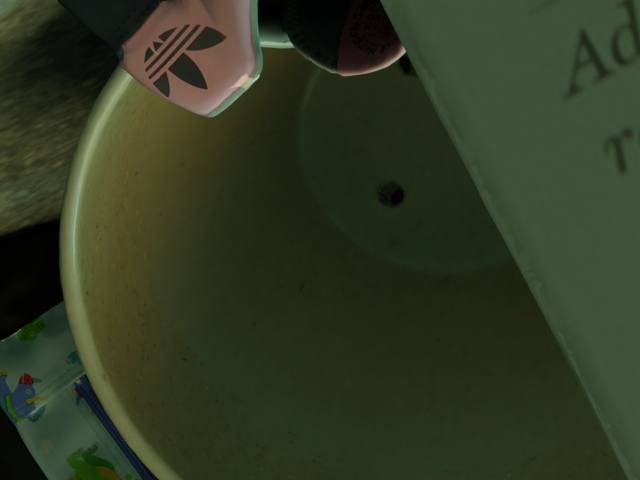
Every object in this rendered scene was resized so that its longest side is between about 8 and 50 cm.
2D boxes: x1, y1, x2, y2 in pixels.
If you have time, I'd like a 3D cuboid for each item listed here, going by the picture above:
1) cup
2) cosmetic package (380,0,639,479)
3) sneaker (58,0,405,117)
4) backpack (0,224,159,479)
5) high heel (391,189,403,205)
[{"bbox_3d":[0.055,-0.021,1.017,0.331,0.331,0.237,-30,-167,18],"label":"cup"},{"bbox_3d":[0.183,-0.132,0.526,0.329,0.394,0.327,-29,168,13],"label":"cosmetic package"},{"bbox_3d":[0.011,-0.128,0.775,0.319,0.131,0.112,-25,169,-46],"label":"sneaker"},{"bbox_3d":[-0.099,0.177,1.306,0.273,0.356,0.290,-23,166,-18],"label":"backpack"},{"bbox_3d":[0.000,0.000,1.374,0.181,0.127,0.377,-45,-177,-10],"label":"high heel"}]
